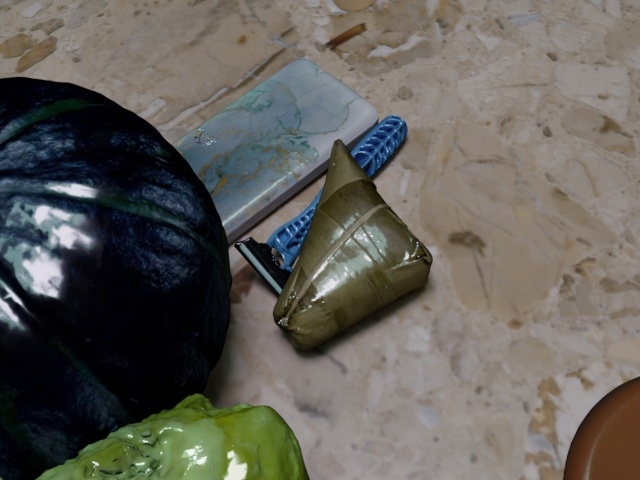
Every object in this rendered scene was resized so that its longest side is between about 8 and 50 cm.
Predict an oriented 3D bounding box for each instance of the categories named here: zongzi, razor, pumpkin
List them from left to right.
[{"bbox_3d":[-0.253,0.042,0.595,0.363,0.266,0.364,-2,58,2],"label":"pumpkin"},{"bbox_3d":[0.000,0.000,0.696,0.160,0.078,0.176,-29,71,-16],"label":"zongzi"},{"bbox_3d":[0.012,-0.049,0.765,0.082,0.042,0.253,48,63,-14],"label":"razor"}]

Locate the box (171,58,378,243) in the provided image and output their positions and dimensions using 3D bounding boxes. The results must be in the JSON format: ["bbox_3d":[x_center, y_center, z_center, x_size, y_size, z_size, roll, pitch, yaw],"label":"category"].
[{"bbox_3d":[-0.078,-0.095,0.808,0.285,0.044,0.142,-39,64,-19],"label":"box"}]

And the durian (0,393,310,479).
[{"bbox_3d":[-0.119,0.248,0.446,0.204,0.256,0.339,19,27,32],"label":"durian"}]

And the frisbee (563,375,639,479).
[{"bbox_3d":[0.317,0.210,0.559,0.250,0.021,0.251,-2,55,3],"label":"frisbee"}]
